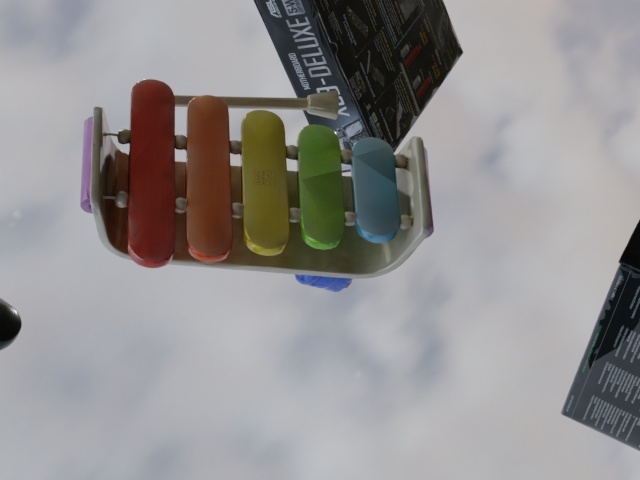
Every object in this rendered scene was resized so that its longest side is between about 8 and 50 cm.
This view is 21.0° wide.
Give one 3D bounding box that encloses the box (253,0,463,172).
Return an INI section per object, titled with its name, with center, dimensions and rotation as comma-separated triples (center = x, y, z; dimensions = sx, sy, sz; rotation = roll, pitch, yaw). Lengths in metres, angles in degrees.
[box]
center = 0.035, -0.267, 1.884
dimensions = 0.242, 0.076, 0.307
rotation = -56, -49, -43

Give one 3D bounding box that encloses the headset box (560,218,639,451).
[headset box]
center = 0.343, 0.086, 1.239
dimensions = 0.283, 0.246, 0.131
rotation = 25, -118, 12

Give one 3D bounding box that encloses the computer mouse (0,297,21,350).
[computer mouse]
center = -0.398, 0.055, 1.711
dimensions = 0.242, 0.041, 0.071
rotation = 16, -141, 24

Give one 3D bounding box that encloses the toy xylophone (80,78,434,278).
[toy xylophone]
center = -0.064, -0.065, 1.563
dimensions = 0.322, 0.081, 0.236
rotation = -2, -126, -15

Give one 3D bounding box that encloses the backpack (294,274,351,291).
[backpack]
center = 0.000, 0.000, 2.091
dimensions = 0.101, 0.098, 0.120
rotation = 10, -128, -25
